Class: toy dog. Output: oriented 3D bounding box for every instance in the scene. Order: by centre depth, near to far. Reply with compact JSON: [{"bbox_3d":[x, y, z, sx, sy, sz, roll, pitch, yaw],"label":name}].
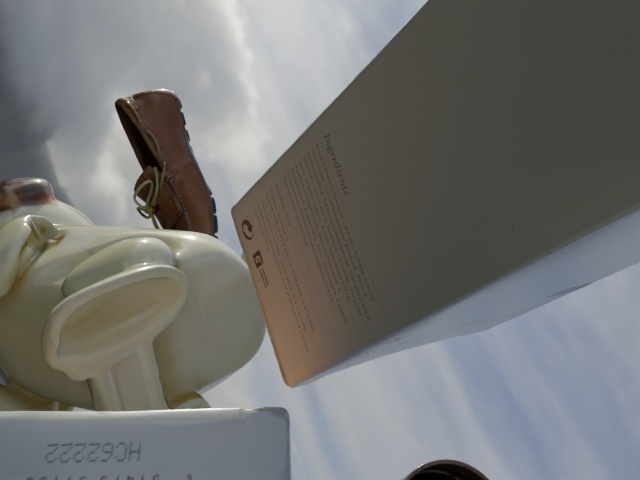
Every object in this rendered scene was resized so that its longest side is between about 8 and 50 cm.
[{"bbox_3d":[-0.293,0.059,0.980,0.408,0.395,0.284,18,-43,35],"label":"toy dog"}]

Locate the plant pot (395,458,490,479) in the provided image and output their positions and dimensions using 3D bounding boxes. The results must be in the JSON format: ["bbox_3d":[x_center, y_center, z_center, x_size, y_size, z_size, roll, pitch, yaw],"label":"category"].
[{"bbox_3d":[0.125,0.369,1.022,0.166,0.167,0.165,65,-28,8],"label":"plant pot"}]

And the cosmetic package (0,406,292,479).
[{"bbox_3d":[-0.147,0.290,0.618,0.453,0.230,0.161,102,-13,-54],"label":"cosmetic package"}]

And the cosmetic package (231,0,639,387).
[{"bbox_3d":[0.124,-0.043,0.505,0.385,0.217,0.156,-37,-112,56],"label":"cosmetic package"}]

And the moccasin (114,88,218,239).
[{"bbox_3d":[-0.287,-0.104,1.477,0.139,0.147,0.379,-37,-112,62],"label":"moccasin"}]
